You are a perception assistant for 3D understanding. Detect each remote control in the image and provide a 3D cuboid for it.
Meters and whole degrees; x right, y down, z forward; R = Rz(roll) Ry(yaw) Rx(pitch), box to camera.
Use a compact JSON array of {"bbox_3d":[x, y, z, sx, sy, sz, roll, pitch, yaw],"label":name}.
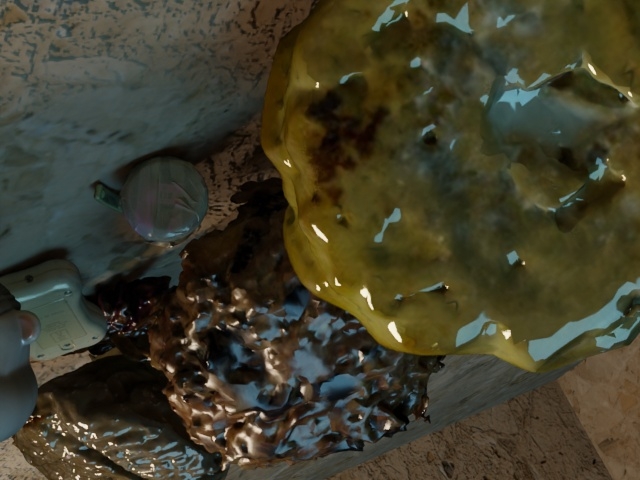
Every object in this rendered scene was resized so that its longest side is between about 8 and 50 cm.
[{"bbox_3d":[-0.221,0.057,0.980,0.074,0.032,0.122,-18,151,-5],"label":"remote control"}]

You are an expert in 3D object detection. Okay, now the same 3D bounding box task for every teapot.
[{"bbox_3d":[-0.124,-0.027,0.887,0.083,0.064,0.064,8,166,-4],"label":"teapot"}]

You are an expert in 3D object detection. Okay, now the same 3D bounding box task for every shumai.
[{"bbox_3d":[-0.181,0.154,1.144,0.206,0.175,0.166,25,140,-23],"label":"shumai"}]

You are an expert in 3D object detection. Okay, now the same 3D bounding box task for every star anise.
[{"bbox_3d":[-0.157,0.073,1.082,0.191,0.070,0.097,-14,151,-3],"label":"star anise"}]

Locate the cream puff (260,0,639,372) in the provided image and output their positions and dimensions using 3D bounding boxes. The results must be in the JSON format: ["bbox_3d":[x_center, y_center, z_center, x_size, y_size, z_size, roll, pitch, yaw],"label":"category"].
[{"bbox_3d":[0.124,-0.085,0.799,0.324,0.291,0.257,-47,-172,14],"label":"cream puff"}]

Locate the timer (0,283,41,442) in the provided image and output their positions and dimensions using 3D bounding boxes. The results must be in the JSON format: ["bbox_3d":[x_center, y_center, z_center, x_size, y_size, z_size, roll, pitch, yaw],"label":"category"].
[{"bbox_3d":[-0.320,0.150,0.821,0.315,0.291,0.291,-51,160,5],"label":"timer"}]

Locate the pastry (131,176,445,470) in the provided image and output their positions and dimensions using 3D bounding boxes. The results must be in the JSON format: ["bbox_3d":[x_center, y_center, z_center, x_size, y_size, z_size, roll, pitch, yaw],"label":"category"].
[{"bbox_3d":[-0.012,0.052,0.962,0.275,0.193,0.274,-7,118,-13],"label":"pastry"}]
